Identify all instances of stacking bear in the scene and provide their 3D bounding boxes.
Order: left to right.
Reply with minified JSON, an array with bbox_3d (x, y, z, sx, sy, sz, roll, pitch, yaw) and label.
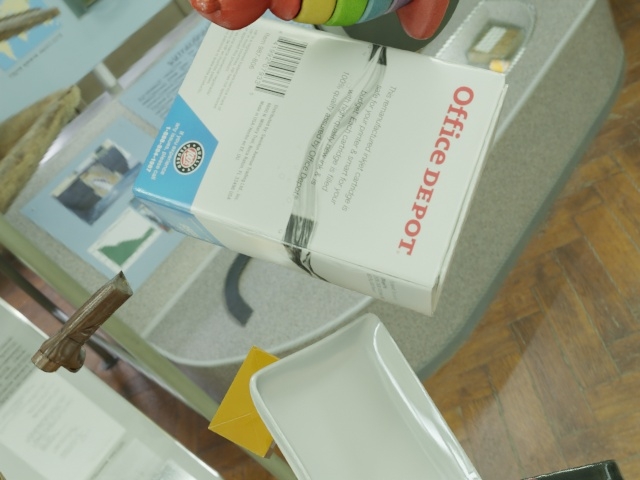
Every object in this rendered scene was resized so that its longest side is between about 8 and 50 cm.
[{"bbox_3d":[-0.012,-0.308,0.724,0.289,0.175,0.164,-15,-14,-16],"label":"stacking bear"}]

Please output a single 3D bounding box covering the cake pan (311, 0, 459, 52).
[{"bbox_3d":[0.106,-0.406,0.976,0.293,0.293,0.054,-42,38,-9],"label":"cake pan"}]

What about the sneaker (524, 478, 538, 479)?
[{"bbox_3d":[0.351,0.424,1.014,0.087,0.221,0.128,-33,18,7],"label":"sneaker"}]

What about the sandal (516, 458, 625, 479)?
[{"bbox_3d":[0.323,0.493,1.160,0.446,0.167,0.107,-18,64,8],"label":"sandal"}]

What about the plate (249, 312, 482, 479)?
[{"bbox_3d":[0.060,0.232,0.706,0.045,0.277,0.278,-38,-11,30],"label":"plate"}]

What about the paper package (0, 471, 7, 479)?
[{"bbox_3d":[-0.622,0.580,1.055,0.325,0.309,0.168,-22,35,-15],"label":"paper package"}]

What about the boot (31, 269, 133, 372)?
[{"bbox_3d":[-0.224,0.080,0.655,0.114,0.037,0.106,-49,1,-4],"label":"boot"}]

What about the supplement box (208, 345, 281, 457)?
[{"bbox_3d":[-0.128,0.355,1.418,0.129,0.194,0.191,26,72,8],"label":"supplement box"}]

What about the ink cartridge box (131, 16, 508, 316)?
[{"bbox_3d":[0.008,-0.103,0.855,0.395,0.166,0.285,18,75,15],"label":"ink cartridge box"}]
